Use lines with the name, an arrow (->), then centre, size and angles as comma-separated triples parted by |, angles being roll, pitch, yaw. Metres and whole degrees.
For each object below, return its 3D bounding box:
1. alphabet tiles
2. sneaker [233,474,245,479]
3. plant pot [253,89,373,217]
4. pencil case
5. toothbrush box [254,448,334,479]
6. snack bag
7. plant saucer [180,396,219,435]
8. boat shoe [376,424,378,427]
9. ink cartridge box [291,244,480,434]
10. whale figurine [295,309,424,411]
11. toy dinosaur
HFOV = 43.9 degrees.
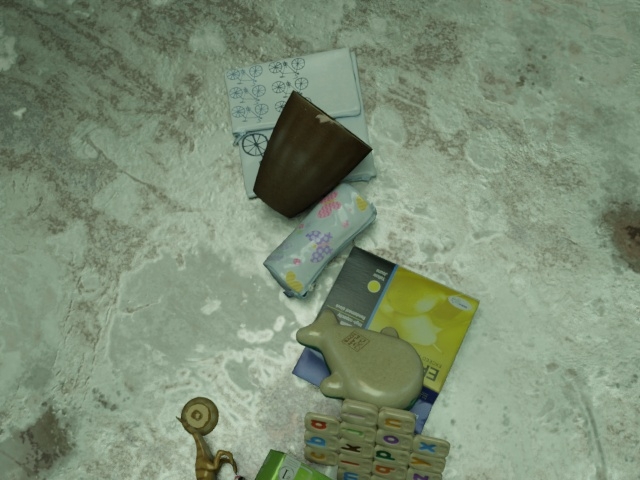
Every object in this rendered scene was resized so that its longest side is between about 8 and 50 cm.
alphabet tiles -> 0.105, 0.405, 1.543 | 0.277, 0.284, 0.021 | 9, 45, 8
sneaker -> -0.135, 0.560, 1.617 | 0.074, 0.063, 0.171 | -13, 76, -2
plant pot -> -0.040, -0.172, 1.737 | 0.215, 0.215, 0.230 | 39, 99, 14
pencil case -> 0.000, 0.000, 1.738 | 0.273, 0.113, 0.124 | -48, 48, -11
toothbrush box -> -0.063, 0.579, 1.531 | 0.206, 0.122, 0.283 | 32, 73, -10
snack bag -> -0.053, -0.276, 1.867 | 0.323, 0.037, 0.343 | -9, 74, 1
plant saucer -> -0.260, 0.377, 1.703 | 0.083, 0.015, 0.083 | -1, 74, 4
boat shoe -> 0.107, 0.381, 1.664 | 0.035, 0.035, 0.100 | 29, 75, 15
ink cartridge box -> 0.138, 0.203, 1.683 | 0.303, 0.072, 0.307 | 24, 69, 10
whale figurine -> 0.076, 0.252, 1.582 | 0.272, 0.141, 0.216 | 32, 51, 28
toy dinosaur -> -0.235, 0.459, 1.645 | 0.112, 0.064, 0.212 | -10, 78, -3
